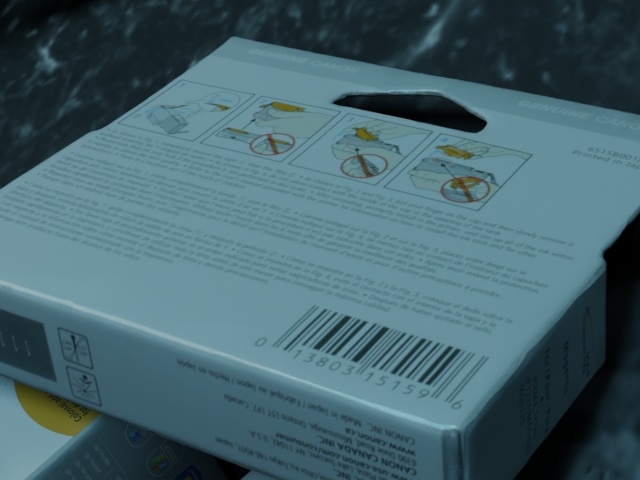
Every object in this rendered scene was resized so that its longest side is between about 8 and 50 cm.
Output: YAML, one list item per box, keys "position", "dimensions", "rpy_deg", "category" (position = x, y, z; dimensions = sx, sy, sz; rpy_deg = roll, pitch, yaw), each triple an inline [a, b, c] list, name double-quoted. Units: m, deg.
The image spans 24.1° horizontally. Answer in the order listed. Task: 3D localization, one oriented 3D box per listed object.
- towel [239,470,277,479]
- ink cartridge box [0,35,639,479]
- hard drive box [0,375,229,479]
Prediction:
- position: [-0.015, 0.260, 0.544]
  dimensions: [0.317, 0.053, 0.332]
  rpy_deg: [-43, 44, 2]
  category: "towel"
- position: [0.000, 0.000, 0.669]
  dimensions: [0.275, 0.060, 0.239]
  rpy_deg: [15, 36, 30]
  category: "ink cartridge box"
- position: [-0.190, 0.126, 0.699]
  dimensions: [0.232, 0.089, 0.181]
  rpy_deg: [-42, 43, -19]
  category: "hard drive box"
